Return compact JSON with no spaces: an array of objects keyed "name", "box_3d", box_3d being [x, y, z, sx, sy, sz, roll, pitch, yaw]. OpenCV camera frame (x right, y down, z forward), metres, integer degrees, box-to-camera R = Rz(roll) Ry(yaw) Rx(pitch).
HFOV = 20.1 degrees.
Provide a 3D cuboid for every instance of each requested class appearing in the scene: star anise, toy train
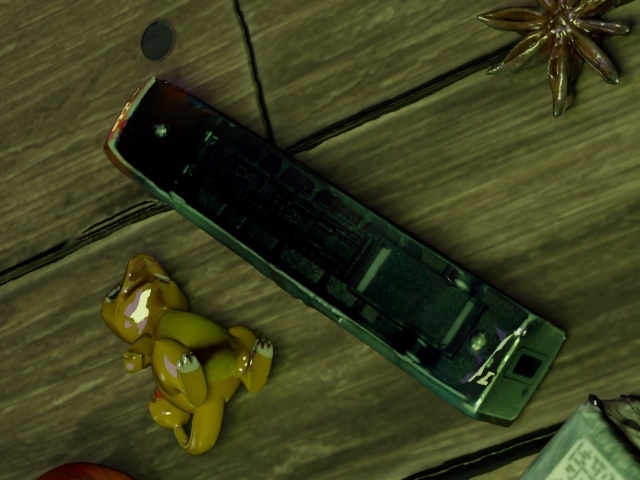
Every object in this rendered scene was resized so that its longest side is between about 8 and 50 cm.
[{"name":"star anise","box_3d":[0.175,-0.159,1.304,0.141,0.042,0.141,-4,83,32]},{"name":"toy train","box_3d":[0.000,0.000,1.364,0.409,0.089,0.086,34,96,33]}]

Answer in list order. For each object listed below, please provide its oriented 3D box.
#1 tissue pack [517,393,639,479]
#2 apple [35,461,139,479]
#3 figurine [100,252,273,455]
[{"name":"tissue pack","box_3d":[0.165,0.313,1.187,0.259,0.122,0.361,45,108,32]},{"name":"apple","box_3d":[-0.170,0.266,1.376,0.181,0.181,0.168,39,104,32]},{"name":"figurine","box_3d":[-0.119,0.094,1.433,0.176,0.121,0.122,44,134,44]}]
